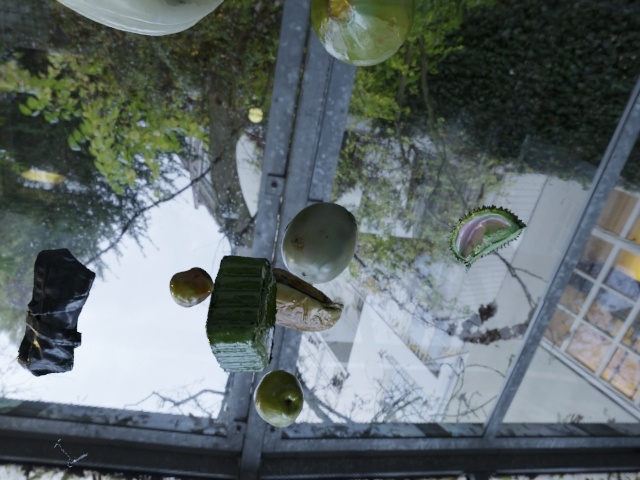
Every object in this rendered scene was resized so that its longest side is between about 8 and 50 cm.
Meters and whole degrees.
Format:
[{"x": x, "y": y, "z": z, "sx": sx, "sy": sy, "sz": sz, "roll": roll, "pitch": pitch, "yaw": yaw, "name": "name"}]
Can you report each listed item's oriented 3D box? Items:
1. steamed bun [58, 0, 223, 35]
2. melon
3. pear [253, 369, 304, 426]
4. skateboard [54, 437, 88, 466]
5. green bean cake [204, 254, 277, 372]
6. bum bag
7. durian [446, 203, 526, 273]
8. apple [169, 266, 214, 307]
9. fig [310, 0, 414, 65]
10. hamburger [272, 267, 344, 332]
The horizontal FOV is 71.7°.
[{"x": -0.169, "y": -0.309, "z": 0.402, "sx": 0.276, "sy": 0.203, "sz": 0.289, "roll": -17, "pitch": 173, "yaw": -43, "name": "steamed bun"}, {"x": 0.000, "y": 0.000, "z": 1.606, "sx": 0.269, "sy": 0.268, "sz": 0.330, "roll": 17, "pitch": -127, "yaw": 11, "name": "melon"}, {"x": -0.145, "y": 0.564, "z": 1.589, "sx": 0.198, "sy": 0.198, "sz": 0.198, "roll": 10, "pitch": -156, "yaw": -5, "name": "pear"}, {"x": -0.723, "y": 0.606, "z": 1.282, "sx": 0.083, "sy": 0.032, "sz": 0.064, "roll": 37, "pitch": -173, "yaw": 12, "name": "skateboard"}, {"x": -0.154, "y": 0.154, "z": 0.919, "sx": 0.113, "sy": 0.200, "sz": 0.214, "roll": 0, "pitch": -124, "yaw": 4, "name": "green bean cake"}, {"x": -0.602, "y": 0.168, "z": 1.009, "sx": 0.137, "sy": 0.309, "sz": 0.074, "roll": 15, "pitch": -172, "yaw": -3, "name": "bum bag"}, {"x": 0.442, "y": -0.021, "z": 1.204, "sx": 0.096, "sy": 0.220, "sz": 0.137, "roll": -20, "pitch": -111, "yaw": -50, "name": "durian"}, {"x": -0.344, "y": 0.122, "z": 1.180, "sx": 0.114, "sy": 0.101, "sz": 0.099, "roll": -29, "pitch": -171, "yaw": -15, "name": "apple"}, {"x": 0.083, "y": -0.513, "z": 0.976, "sx": 0.240, "sy": 0.239, "sz": 0.271, "roll": 20, "pitch": -157, "yaw": 17, "name": "fig"}, {"x": -0.061, "y": 0.165, "z": 1.118, "sx": 0.208, "sy": 0.135, "sz": 0.155, "roll": 24, "pitch": 171, "yaw": 26, "name": "hamburger"}]
